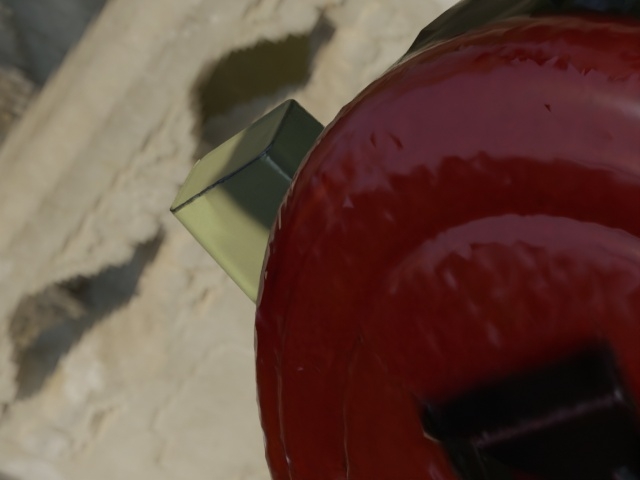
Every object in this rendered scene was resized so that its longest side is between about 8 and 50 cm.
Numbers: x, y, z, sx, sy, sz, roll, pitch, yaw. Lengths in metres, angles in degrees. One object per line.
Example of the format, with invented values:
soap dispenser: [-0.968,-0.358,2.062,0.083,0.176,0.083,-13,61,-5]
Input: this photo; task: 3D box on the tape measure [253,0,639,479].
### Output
tape measure: [0.091,0.062,0.448,0.253,0.114,0.260,-30,89,51]

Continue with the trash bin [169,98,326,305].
trash bin: [0.000,0.000,0.707,0.061,0.092,0.043,-31,21,36]
